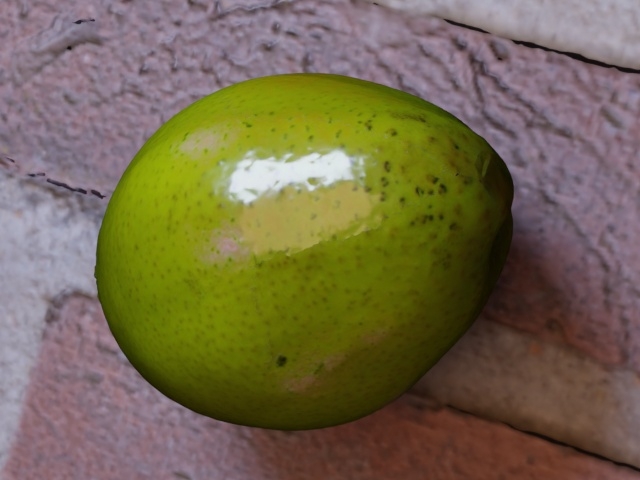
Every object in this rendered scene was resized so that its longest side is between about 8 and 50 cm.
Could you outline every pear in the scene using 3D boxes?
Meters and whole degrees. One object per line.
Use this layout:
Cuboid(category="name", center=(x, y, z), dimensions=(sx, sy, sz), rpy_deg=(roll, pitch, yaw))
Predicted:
Cuboid(category="pear", center=(0.000, 0.000, 0.757), dimensions=(0.220, 0.187, 0.187), rpy_deg=(-22, 80, 33))
